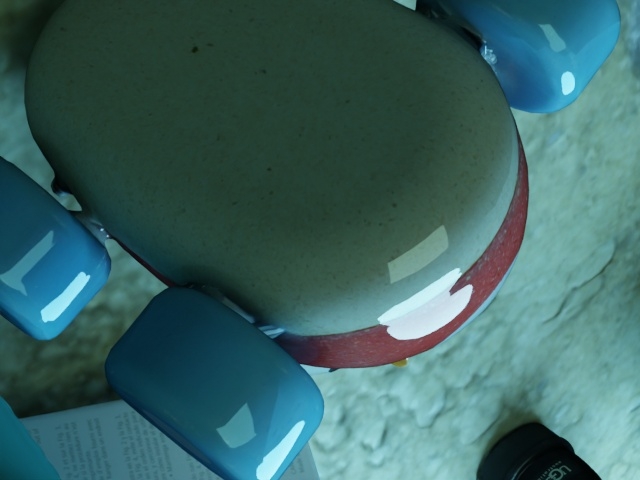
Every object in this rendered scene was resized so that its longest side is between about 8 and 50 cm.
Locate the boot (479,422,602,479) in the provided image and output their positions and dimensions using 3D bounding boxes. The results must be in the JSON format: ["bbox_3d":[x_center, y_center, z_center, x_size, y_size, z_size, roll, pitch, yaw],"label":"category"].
[{"bbox_3d":[0.205,0.255,0.865,0.094,0.207,0.246,-33,134,-16],"label":"boot"}]

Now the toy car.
[{"bbox_3d":[0.000,0.000,0.562,0.219,0.210,0.238,-51,149,-15],"label":"toy car"}]

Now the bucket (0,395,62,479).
[{"bbox_3d":[-0.205,0.078,0.396,0.183,0.281,0.281,-39,135,-9],"label":"bucket"}]

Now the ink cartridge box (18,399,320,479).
[{"bbox_3d":[-0.101,0.168,0.598,0.232,0.189,0.066,-10,155,-17],"label":"ink cartridge box"}]
